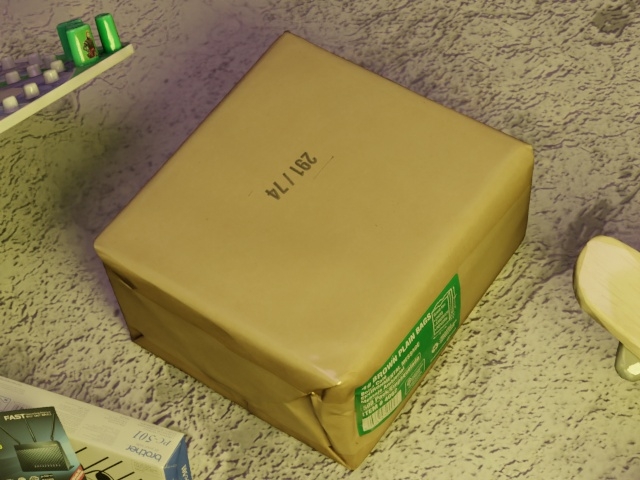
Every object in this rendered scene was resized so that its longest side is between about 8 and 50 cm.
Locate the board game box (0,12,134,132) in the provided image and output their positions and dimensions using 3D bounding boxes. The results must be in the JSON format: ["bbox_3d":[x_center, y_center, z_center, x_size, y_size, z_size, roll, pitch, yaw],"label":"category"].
[{"bbox_3d":[-0.444,-0.128,1.671,0.390,0.050,0.390,-5,22,31],"label":"board game box"}]

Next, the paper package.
[{"bbox_3d":[0.000,0.000,1.620,0.309,0.168,0.325,27,62,25],"label":"paper package"}]

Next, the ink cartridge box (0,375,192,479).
[{"bbox_3d":[-0.222,0.195,1.552,0.207,0.097,0.046,15,47,19],"label":"ink cartridge box"}]

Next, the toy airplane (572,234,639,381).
[{"bbox_3d":[0.434,0.150,1.420,0.384,0.272,0.386,-12,89,13],"label":"toy airplane"}]

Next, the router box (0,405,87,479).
[{"bbox_3d":[-0.271,0.191,1.436,0.122,0.038,0.092,-3,42,-32],"label":"router box"}]
